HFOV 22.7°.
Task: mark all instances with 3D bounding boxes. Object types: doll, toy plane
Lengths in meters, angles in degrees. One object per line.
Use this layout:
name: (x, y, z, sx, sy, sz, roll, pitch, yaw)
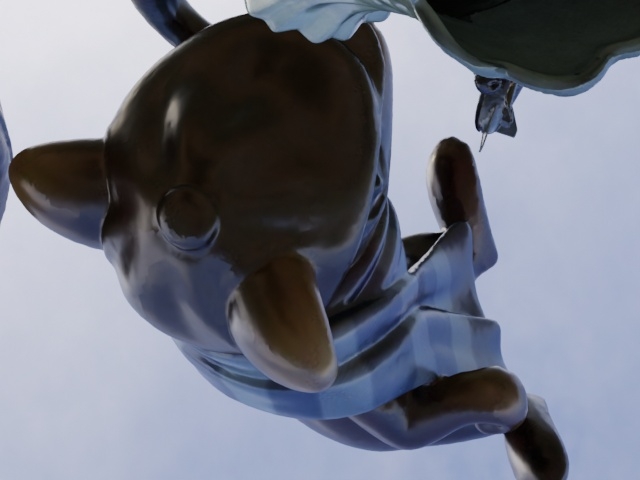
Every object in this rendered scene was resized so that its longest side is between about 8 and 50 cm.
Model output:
doll: (0.003, -0.003, 0.893, 0.209, 0.340, 0.318, -49, -122, -3)
toy plane: (0.087, -0.083, 0.723, 0.031, 0.083, 0.078, 14, -157, -4)

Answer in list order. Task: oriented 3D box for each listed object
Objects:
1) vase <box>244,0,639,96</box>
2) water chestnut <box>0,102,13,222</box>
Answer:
vase: (0.023, -0.079, 0.393, 0.081, 0.081, 0.148, -15, -168, -19)
water chestnut: (-0.318, -0.017, 0.896, 0.300, 0.300, 0.300, 3, -134, -3)
